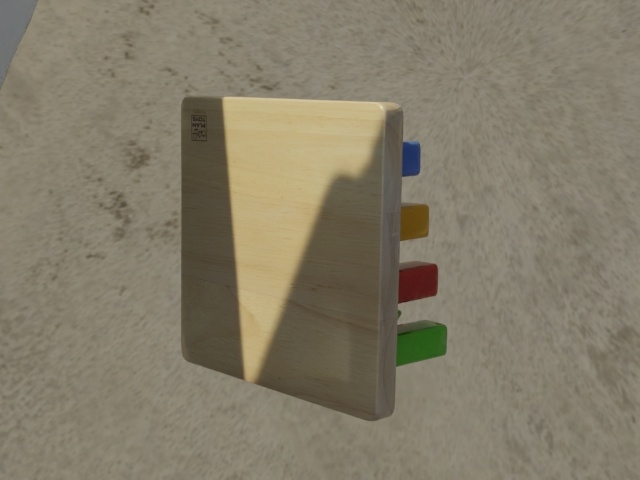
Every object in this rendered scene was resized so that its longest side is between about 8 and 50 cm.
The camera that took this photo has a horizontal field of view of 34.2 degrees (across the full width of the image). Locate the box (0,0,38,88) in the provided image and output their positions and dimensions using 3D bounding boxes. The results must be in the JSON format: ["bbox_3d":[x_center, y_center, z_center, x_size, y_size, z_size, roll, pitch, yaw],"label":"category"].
[{"bbox_3d":[-0.317,-0.205,0.521,0.168,0.345,0.214,7,73,33],"label":"box"}]

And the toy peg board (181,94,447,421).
[{"bbox_3d":[0.000,0.000,0.592,0.161,0.079,0.160,10,102,44],"label":"toy peg board"}]
